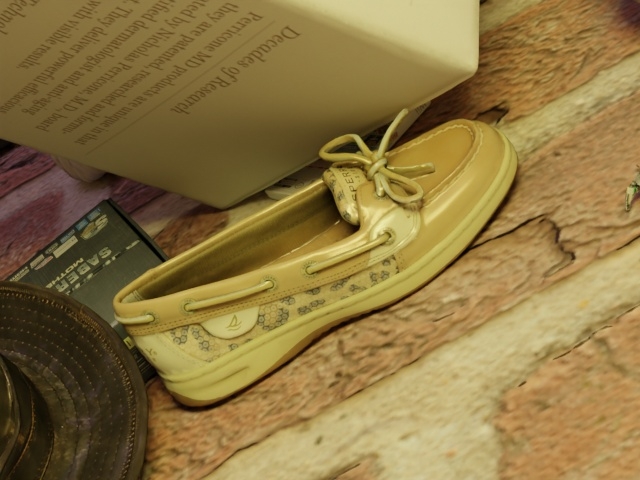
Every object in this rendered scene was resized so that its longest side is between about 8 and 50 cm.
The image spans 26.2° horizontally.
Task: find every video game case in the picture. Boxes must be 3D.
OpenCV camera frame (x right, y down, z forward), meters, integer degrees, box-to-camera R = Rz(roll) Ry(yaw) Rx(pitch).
[{"bbox_3d":[0.021,-0.073,1.077,0.122,0.011,0.087,-48,31,-21],"label":"video game case"}]

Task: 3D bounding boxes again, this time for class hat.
[{"bbox_3d":[-0.281,0.139,0.871,0.331,0.134,0.331,-11,54,15],"label":"hat"}]

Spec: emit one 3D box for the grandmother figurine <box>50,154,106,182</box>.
[{"bbox_3d":[-0.112,-0.174,1.285,0.342,0.104,0.208,-36,2,5],"label":"grandmother figurine"}]

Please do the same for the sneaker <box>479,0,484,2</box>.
[{"bbox_3d":[0.175,-0.287,1.152,0.221,0.087,0.083,-38,30,-4],"label":"sneaker"}]

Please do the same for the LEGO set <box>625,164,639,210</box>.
[{"bbox_3d":[0.217,-0.045,0.819,0.083,0.023,0.054,-35,29,1],"label":"LEGO set"}]

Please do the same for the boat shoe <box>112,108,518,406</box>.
[{"bbox_3d":[0.000,0.000,0.911,0.285,0.089,0.104,-36,29,-2],"label":"boat shoe"}]

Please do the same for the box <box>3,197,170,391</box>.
[{"bbox_3d":[-0.209,0.083,1.037,0.233,0.059,0.183,-40,31,-6],"label":"box"}]

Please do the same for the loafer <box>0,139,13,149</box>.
[{"bbox_3d":[-0.356,-0.144,1.500,0.220,0.078,0.080,-38,29,-4],"label":"loafer"}]

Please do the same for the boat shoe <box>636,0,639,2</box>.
[{"bbox_3d":[0.356,-0.370,0.960,0.500,0.156,0.187,-44,30,-17],"label":"boat shoe"}]

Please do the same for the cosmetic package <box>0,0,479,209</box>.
[{"bbox_3d":[-0.135,-0.262,0.962,0.327,0.394,0.329,-25,54,52],"label":"cosmetic package"}]
